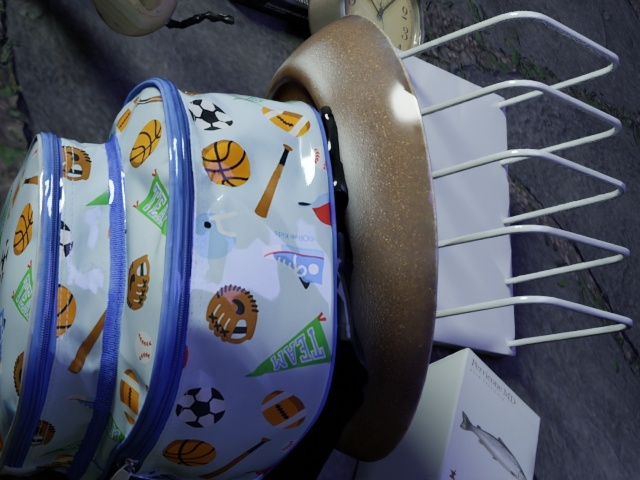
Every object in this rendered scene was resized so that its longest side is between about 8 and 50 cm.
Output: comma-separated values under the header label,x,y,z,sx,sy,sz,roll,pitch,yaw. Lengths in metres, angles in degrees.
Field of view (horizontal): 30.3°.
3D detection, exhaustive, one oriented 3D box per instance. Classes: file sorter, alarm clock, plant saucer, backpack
label,x,y,z,sx,sy,sz,roll,pitch,yaw
file sorter,0.177,-0.045,1.110,0.192,0.173,0.278,14,70,-44
alarm clock,0.047,-0.237,1.178,0.129,0.064,0.192,25,72,-44
plant saucer,0.000,0.000,0.824,0.050,0.311,0.311,-3,65,-18
backpack,-0.090,0.030,0.716,0.213,0.263,0.277,5,61,-30

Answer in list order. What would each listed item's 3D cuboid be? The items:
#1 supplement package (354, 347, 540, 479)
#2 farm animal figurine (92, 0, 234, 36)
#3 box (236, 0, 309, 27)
label,x,y,z,sx,sy,sz,roll,pitch,yaw
supplement package,0.099,0.197,0.957,0.105,0.105,0.179,43,39,-21
farm animal figurine,-0.223,-0.324,0.900,0.326,0.172,0.331,11,65,-31
box,-0.038,-0.275,1.184,0.162,0.029,0.116,11,59,-47
